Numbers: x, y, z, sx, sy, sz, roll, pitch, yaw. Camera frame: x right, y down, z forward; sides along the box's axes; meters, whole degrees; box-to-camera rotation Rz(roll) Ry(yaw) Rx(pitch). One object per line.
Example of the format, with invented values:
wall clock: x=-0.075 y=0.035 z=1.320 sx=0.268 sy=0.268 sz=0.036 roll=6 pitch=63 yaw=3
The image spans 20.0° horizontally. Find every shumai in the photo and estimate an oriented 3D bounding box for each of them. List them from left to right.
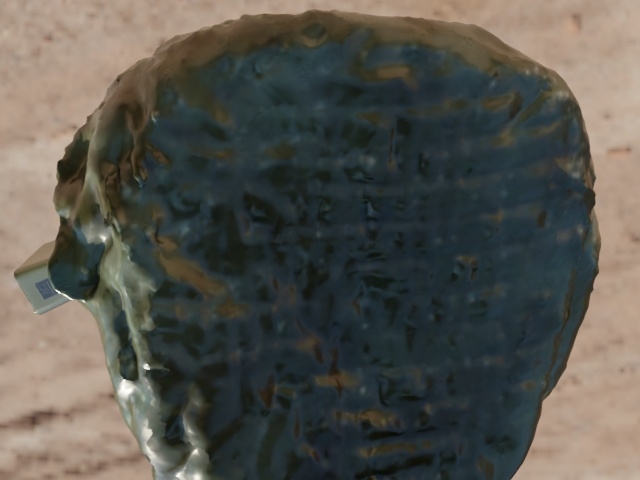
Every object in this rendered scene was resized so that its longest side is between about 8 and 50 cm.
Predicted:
shumai: x=-0.004 y=-0.004 z=0.564 sx=0.184 sy=0.184 sz=0.142 roll=15 pitch=-170 yaw=-25

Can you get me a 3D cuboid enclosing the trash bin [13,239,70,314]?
trash bin: x=-0.193 y=0.017 z=1.468 sx=0.092 sy=0.061 sz=0.043 roll=-22 pitch=106 yaw=29
